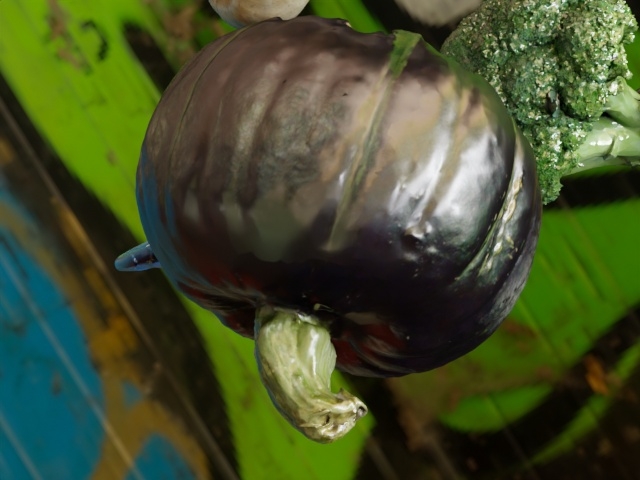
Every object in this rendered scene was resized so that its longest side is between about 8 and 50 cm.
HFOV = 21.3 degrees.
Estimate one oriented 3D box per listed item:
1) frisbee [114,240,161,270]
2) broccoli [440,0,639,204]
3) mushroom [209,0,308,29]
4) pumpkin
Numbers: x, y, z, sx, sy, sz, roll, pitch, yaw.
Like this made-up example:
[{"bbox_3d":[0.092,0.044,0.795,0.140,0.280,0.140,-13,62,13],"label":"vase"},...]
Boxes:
[{"bbox_3d":[-0.105,-0.014,1.816,0.242,0.045,0.242,-27,-176,2],"label":"frisbee"},{"bbox_3d":[0.247,-0.144,1.715,0.270,0.270,0.270,-160,-90,-79],"label":"broccoli"},{"bbox_3d":[-0.067,-0.286,1.660,0.127,0.166,0.166,5,164,-23],"label":"mushroom"},{"bbox_3d":[0.000,0.000,1.191,0.296,0.296,0.296,-32,-179,0],"label":"pumpkin"}]
